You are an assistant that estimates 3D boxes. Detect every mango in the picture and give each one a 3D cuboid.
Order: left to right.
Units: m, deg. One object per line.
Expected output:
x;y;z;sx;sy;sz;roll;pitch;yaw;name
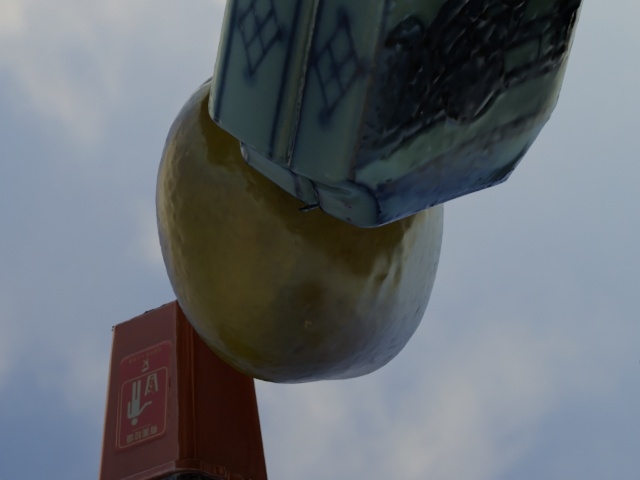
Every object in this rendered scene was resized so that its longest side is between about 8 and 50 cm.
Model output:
0.000;0.000;1.737;0.220;0.301;0.445;11;156;22;mango

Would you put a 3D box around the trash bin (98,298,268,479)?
-0.135;0.197;2.016;0.184;0.161;0.239;30;-132;-44;trash bin

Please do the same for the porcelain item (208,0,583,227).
0.069;-0.165;1.407;0.157;0.286;0.281;29;-151;31;porcelain item
